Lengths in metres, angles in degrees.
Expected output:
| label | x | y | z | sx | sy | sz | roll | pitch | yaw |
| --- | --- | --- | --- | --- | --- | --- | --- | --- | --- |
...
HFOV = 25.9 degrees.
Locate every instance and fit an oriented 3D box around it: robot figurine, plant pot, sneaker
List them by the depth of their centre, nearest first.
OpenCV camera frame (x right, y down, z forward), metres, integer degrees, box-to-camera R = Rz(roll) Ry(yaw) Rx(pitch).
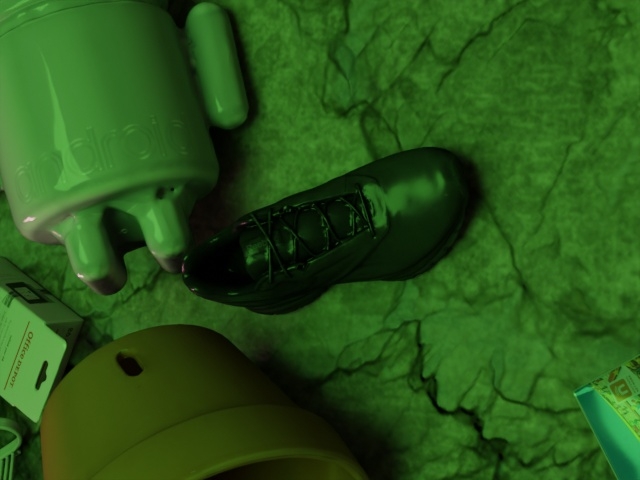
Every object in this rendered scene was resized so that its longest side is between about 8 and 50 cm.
| label | x | y | z | sx | sy | sz | roll | pitch | yaw |
| --- | --- | --- | --- | --- | --- | --- | --- | --- | --- |
| sneaker | 0.000 | 0.000 | 1.220 | 0.286 | 0.130 | 0.109 | -28 | 74 | 31 |
| plant pot | -0.126 | 0.214 | 1.242 | 0.291 | 0.290 | 0.203 | -55 | 47 | 24 |
| robot figurine | -0.218 | -0.131 | 1.325 | 0.299 | 0.200 | 0.354 | -18 | 80 | -7 |

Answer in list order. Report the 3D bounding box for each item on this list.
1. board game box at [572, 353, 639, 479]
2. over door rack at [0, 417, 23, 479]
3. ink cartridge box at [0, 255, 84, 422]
| label | x | y | z | sx | sy | sz | roll | pitch | yaw |
| --- | --- | --- | --- | --- | --- | --- | --- | --- | --- |
| board game box | 0.367 | 0.135 | 0.987 | 0.303 | 0.097 | 0.224 | -36 | 72 | 32 |
| over door rack | -0.445 | 0.359 | 1.492 | 0.324 | 0.108 | 0.239 | -43 | 32 | 28 |
| ink cartridge box | -0.323 | 0.105 | 1.491 | 0.180 | 0.060 | 0.104 | 33 | 109 | 30 |
